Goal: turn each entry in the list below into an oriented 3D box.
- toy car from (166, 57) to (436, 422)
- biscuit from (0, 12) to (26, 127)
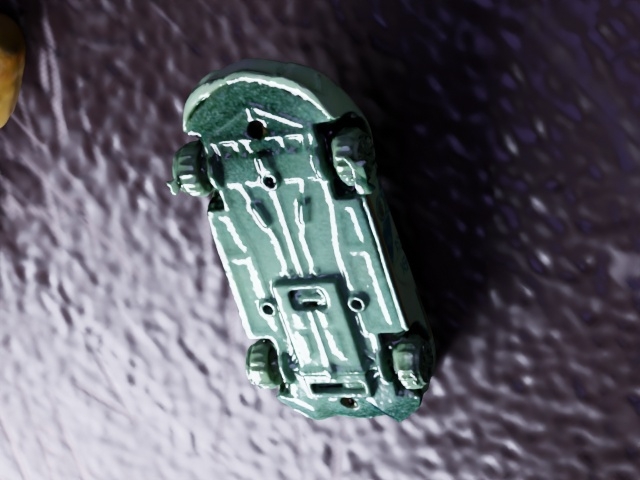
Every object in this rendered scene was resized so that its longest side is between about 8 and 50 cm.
[{"bbox_3d":[0.000,0.000,0.666,0.093,0.058,0.186,-3,122,27],"label":"toy car"},{"bbox_3d":[-0.245,-0.079,0.760,0.208,0.047,0.164,29,122,13],"label":"biscuit"}]
